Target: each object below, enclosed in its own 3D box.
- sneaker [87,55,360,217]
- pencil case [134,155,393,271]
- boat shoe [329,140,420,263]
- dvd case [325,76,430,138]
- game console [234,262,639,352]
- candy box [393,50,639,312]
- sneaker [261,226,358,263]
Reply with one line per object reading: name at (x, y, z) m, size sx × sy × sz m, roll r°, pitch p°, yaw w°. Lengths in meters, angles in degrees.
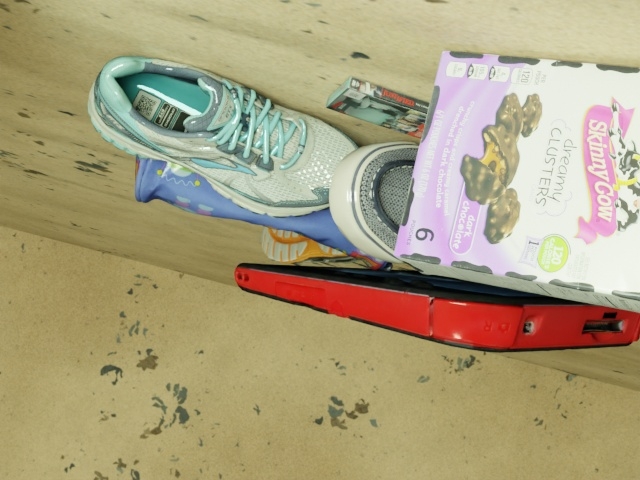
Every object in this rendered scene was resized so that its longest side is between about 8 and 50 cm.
sneaker at (-0.090, -0.102, 1.141) m, size 0.283 × 0.110 × 0.122 m, roll 16°, pitch 168°, yaw -5°
pencil case at (-0.049, -0.061, 1.284) m, size 0.306 × 0.119 × 0.133 m, roll 16°, pitch -178°, yaw -8°
boat shoe at (0.178, -0.025, 1.171) m, size 0.340 × 0.127 × 0.158 m, roll 11°, pitch 172°, yaw -42°
dvd case at (0.071, -0.116, 1.077) m, size 0.119 × 0.013 × 0.087 m, roll 16°, pitch 171°, yaw -11°
game console at (0.148, 0.062, 1.336) m, size 0.342 × 0.060 × 0.386 m, roll 13°, pitch -175°, yaw 40°
candy box at (0.171, -0.044, 0.863) m, size 0.196 × 0.165 × 0.070 m, roll 10°, pitch 171°, yaw 28°
sneaker at (0.000, 0.000, 1.707) m, size 0.215 × 0.084 × 0.083 m, roll 6°, pitch 172°, yaw 42°
